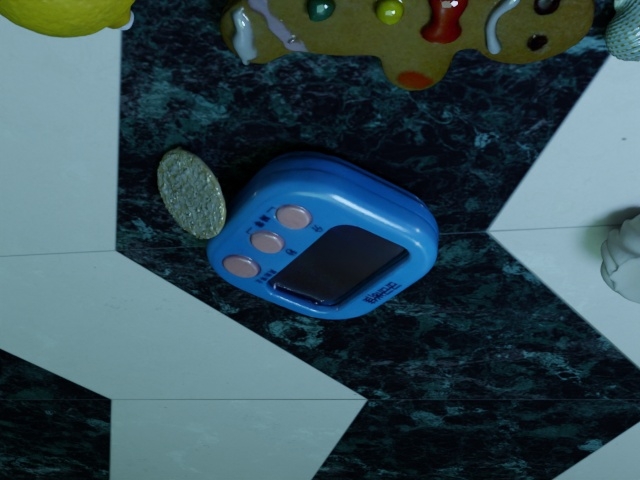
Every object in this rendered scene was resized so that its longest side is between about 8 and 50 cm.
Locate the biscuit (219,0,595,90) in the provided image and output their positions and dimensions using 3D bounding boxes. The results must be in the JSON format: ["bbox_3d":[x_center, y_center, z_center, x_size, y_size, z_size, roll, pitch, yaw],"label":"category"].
[{"bbox_3d":[0.098,-0.272,0.977,0.432,0.064,0.283,8,147,-1],"label":"biscuit"}]

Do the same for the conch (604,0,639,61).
[{"bbox_3d":[0.363,-0.243,0.981,0.076,0.056,0.085,-19,141,14],"label":"conch"}]

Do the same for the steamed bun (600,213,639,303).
[{"bbox_3d":[0.519,0.021,1.304,0.183,0.106,0.182,4,143,3],"label":"steamed bun"}]

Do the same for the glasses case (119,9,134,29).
[{"bbox_3d":[-0.272,-0.284,1.060,0.083,0.032,0.021,16,144,-14],"label":"glasses case"}]

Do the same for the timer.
[{"bbox_3d":[0.000,0.000,1.362,0.309,0.115,0.340,25,143,-20],"label":"timer"}]

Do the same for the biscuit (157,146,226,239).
[{"bbox_3d":[-0.197,-0.071,1.311,0.152,0.020,0.152,25,131,31],"label":"biscuit"}]

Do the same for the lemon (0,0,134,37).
[{"bbox_3d":[-0.280,-0.311,0.887,0.187,0.186,0.244,-15,142,30],"label":"lemon"}]
